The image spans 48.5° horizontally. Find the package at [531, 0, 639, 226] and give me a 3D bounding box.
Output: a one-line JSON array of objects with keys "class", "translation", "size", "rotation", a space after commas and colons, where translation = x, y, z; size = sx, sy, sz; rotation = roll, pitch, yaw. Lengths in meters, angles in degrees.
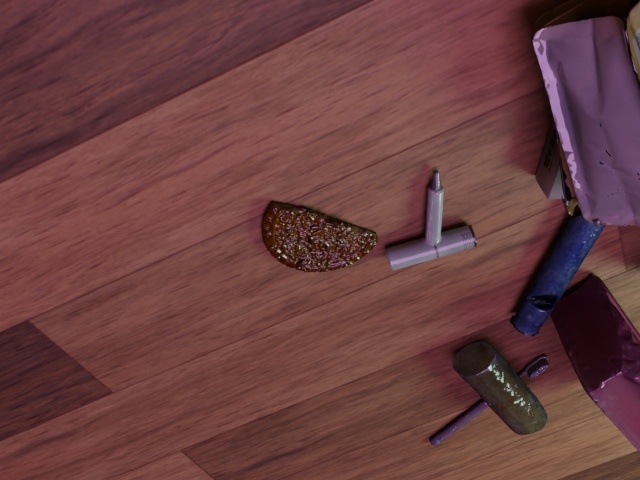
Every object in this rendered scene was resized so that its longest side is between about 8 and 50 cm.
[{"class": "package", "translation": [0.400, -0.183, 0.980], "size": [0.165, 0.221, 0.311], "rotation": [-4, 123, 38]}]

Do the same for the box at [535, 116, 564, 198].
[{"class": "box", "translation": [0.481, -0.148, 1.129], "size": [0.242, 0.067, 0.155], "rotation": [-5, 131, -7]}]

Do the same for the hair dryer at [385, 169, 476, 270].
[{"class": "hair dryer", "translation": [0.172, -0.041, 1.183], "size": [0.154, 0.044, 0.183], "rotation": [-18, 128, 2]}]

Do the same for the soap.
[{"class": "soap", "translation": [0.606, 0.261, 1.409], "size": [0.128, 0.233, 0.359], "rotation": [-32, 129, 20]}]

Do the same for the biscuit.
[{"class": "biscuit", "translation": [-0.012, 0.006, 1.187], "size": [0.206, 0.025, 0.126], "rotation": [16, 126, -24]}]

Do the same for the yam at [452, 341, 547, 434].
[{"class": "yam", "translation": [0.381, 0.314, 1.483], "size": [0.093, 0.093, 0.259], "rotation": [-33, 121, 17]}]

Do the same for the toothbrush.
[{"class": "toothbrush", "translation": [0.374, 0.367, 1.594], "size": [0.024, 0.029, 0.354], "rotation": [34, 118, -20]}]

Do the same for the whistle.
[{"class": "whistle", "translation": [0.437, 0.053, 1.307], "size": [0.062, 0.062, 0.304], "rotation": [4, 130, -16]}]
